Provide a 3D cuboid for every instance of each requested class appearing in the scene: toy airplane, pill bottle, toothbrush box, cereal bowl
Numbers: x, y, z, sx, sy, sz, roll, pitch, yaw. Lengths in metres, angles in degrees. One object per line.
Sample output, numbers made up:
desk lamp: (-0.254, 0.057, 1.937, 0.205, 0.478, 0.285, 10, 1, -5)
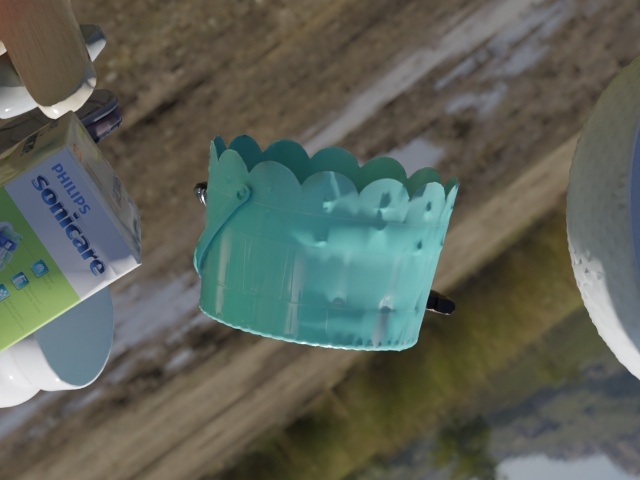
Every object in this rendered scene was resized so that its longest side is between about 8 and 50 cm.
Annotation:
toy airplane: (-0.352, -0.292, 1.782, 0.272, 0.385, 0.386, 93, 17, -46)
pill bottle: (-0.459, 0.110, 2.141, 0.363, 0.210, 0.210, -4, -173, 25)
toothbrush box: (-0.300, 0.024, 1.444, 0.283, 0.122, 0.206, -31, -166, 2)
cereal bowl: (0.335, -0.014, 1.472, 0.339, 0.339, 0.141, -32, -167, -35)

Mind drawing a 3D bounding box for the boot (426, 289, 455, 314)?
boot: (0.148, 0.081, 2.526, 0.114, 0.106, 0.037, -110, -136, -84)

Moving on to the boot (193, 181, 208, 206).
boot: (-0.087, -0.072, 2.157, 0.099, 0.121, 0.045, -56, 156, -27)

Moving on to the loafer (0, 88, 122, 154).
loafer: (-0.377, -0.087, 2.105, 0.303, 0.095, 0.109, -28, -150, -13)

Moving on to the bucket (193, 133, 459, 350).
bucket: (0.000, 0.000, 1.806, 0.281, 0.281, 0.183, -14, 115, -71)
